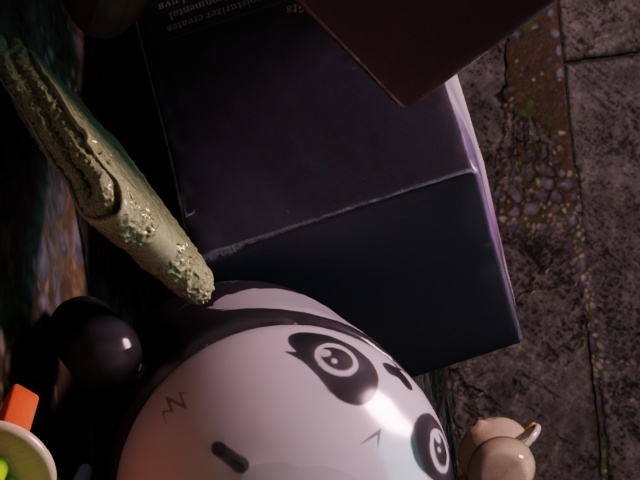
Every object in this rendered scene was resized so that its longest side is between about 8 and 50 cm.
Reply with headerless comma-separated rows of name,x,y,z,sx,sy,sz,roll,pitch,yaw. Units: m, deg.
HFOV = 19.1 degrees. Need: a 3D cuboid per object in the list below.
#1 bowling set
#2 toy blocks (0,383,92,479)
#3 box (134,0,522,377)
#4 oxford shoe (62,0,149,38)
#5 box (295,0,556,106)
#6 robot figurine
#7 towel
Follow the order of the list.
bowling set,-0.012,0.157,1.234,0.200,0.287,0.154,50,3,0
toy blocks,-0.132,0.121,0.848,0.148,0.054,0.123,-79,161,-62
box,0.000,-0.083,1.238,0.296,0.182,0.294,64,10,-66
oxford shoe,-0.131,-0.204,1.056,0.096,0.083,0.227,116,-25,-46
box,-0.029,-0.268,0.935,0.381,0.143,0.191,45,27,-24
robot figurine,-0.030,0.111,0.995,0.278,0.209,0.174,-150,-124,-77
towel,-0.110,-0.034,0.952,0.148,0.027,0.110,51,2,38
